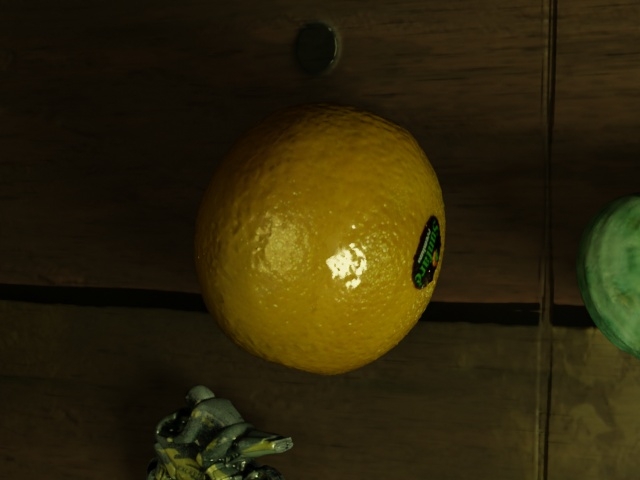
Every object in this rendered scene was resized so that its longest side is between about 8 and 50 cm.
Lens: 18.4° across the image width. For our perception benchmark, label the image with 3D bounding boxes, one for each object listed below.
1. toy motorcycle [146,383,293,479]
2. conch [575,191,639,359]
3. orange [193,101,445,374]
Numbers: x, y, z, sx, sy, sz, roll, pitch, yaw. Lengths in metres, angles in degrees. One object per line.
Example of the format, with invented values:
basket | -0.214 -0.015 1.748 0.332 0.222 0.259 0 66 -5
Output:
toy motorcycle | -0.098 0.197 1.837 0.193 0.061 0.124 1 95 45
conch | 0.286 0.015 1.521 0.188 0.122 0.176 4 70 35
orange | 0.000 0.000 1.674 0.236 0.236 0.236 -2 87 37
